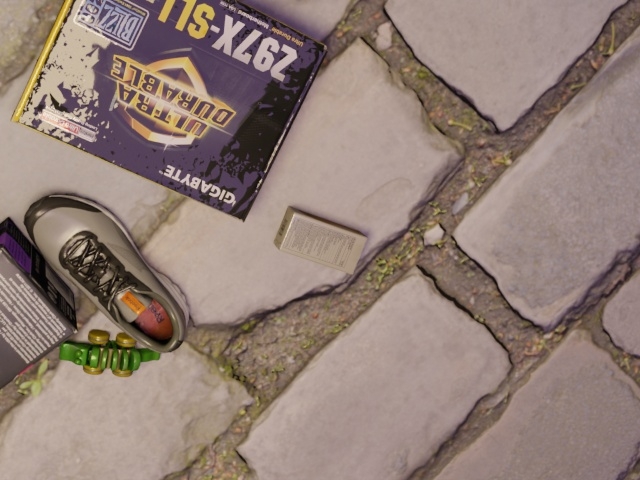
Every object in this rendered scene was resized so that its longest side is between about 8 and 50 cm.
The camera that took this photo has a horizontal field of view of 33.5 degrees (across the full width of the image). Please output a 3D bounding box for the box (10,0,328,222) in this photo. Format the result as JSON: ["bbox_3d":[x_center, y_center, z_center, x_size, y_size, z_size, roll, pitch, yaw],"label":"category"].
[{"bbox_3d":[-0.188,-0.203,1.349,0.322,0.079,0.257,24,96,-20],"label":"box"}]

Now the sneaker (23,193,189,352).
[{"bbox_3d":[-0.269,0.043,1.381,0.100,0.108,0.271,-44,110,2],"label":"sneaker"}]

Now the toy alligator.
[{"bbox_3d":[-0.308,0.154,1.431,0.189,0.051,0.056,7,103,-17],"label":"toy alligator"}]

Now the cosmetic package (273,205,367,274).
[{"bbox_3d":[0.000,0.000,1.474,0.115,0.041,0.060,20,99,-19],"label":"cosmetic package"}]

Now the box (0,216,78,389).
[{"bbox_3d":[-0.453,0.120,1.322,0.270,0.165,0.143,-36,110,-2],"label":"box"}]
